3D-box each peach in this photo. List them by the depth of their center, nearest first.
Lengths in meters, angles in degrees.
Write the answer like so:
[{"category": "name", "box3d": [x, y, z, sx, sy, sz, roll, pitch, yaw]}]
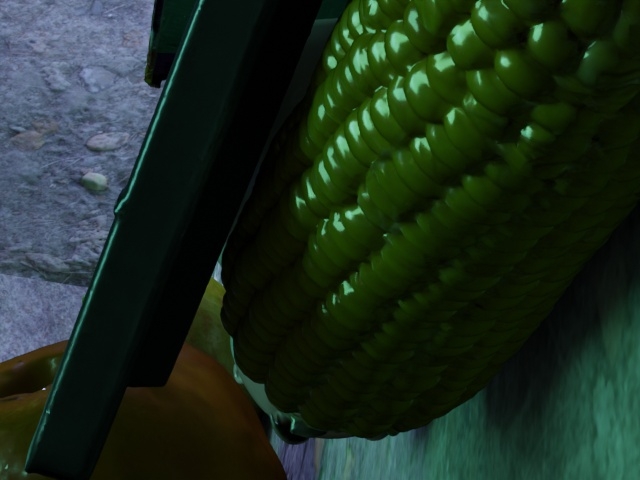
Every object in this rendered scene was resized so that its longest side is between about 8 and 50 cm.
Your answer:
[{"category": "peach", "box3d": [-0.185, 0.247, 1.410, 0.343, 0.343, 0.301, -112, 6, -76]}]

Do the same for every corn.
[{"category": "corn", "box3d": [0.049, -0.029, 0.641, 0.387, 0.144, 0.144, 116, 162, -59]}]

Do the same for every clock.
[{"category": "clock", "box3d": [-0.049, -0.058, 0.734, 0.279, 0.049, 0.273, -83, 15, -66]}]

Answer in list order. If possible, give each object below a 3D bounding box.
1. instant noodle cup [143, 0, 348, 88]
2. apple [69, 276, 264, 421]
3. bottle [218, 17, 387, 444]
[{"category": "instant noodle cup", "box3d": [-0.024, -0.227, 1.242, 0.251, 0.190, 0.251, -172, 90, -83]}, {"category": "apple", "box3d": [-0.182, 0.141, 1.740, 0.246, 0.246, 0.226, 125, 134, -74]}, {"category": "bottle", "box3d": [0.000, 0.000, 0.933, 0.147, 0.147, 0.236, 157, 106, -81]}]
